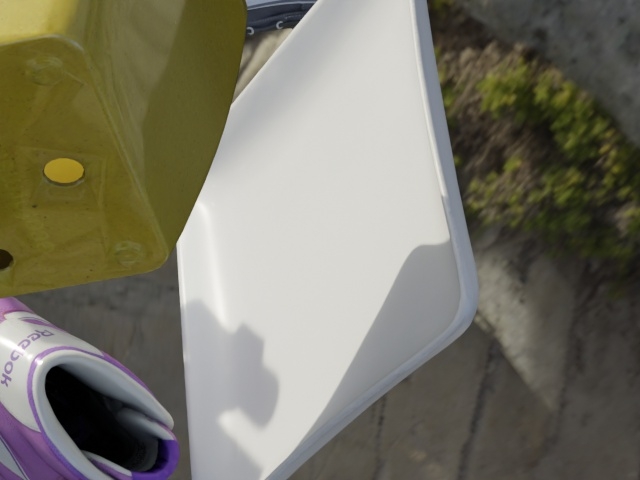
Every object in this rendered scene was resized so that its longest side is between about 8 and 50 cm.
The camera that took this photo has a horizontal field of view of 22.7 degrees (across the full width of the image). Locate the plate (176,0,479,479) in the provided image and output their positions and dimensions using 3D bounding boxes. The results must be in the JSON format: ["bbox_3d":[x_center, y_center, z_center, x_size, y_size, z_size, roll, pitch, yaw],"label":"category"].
[{"bbox_3d":[0.000,0.000,0.930,0.045,0.278,0.277,15,50,-29],"label":"plate"}]

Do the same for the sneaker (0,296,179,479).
[{"bbox_3d":[-0.139,0.144,0.995,0.161,0.282,0.102,20,65,36],"label":"sneaker"}]

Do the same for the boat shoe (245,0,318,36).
[{"bbox_3d":[-0.024,-0.223,1.492,0.228,0.076,0.080,-11,43,-11],"label":"boat shoe"}]

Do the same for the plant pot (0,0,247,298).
[{"bbox_3d":[-0.150,-0.089,0.688,0.212,0.212,0.187,-10,50,5],"label":"plant pot"}]
